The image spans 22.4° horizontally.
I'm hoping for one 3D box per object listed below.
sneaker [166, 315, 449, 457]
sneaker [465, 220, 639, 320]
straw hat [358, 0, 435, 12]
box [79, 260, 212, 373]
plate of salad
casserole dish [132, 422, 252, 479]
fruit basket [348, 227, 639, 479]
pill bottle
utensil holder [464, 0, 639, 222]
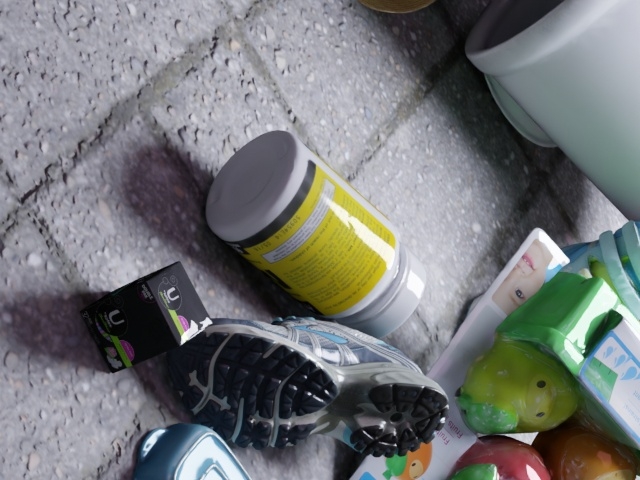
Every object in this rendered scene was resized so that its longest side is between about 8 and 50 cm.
[{"bbox_3d":[-0.024,0.122,1.473,0.283,0.110,0.122,18,22,-32],"label":"sneaker"},{"bbox_3d":[0.296,0.070,1.806,0.127,0.208,0.319,59,37,-11],"label":"sneaker"},{"bbox_3d":[0.087,-0.307,1.865,0.061,0.144,0.144,90,-3,-64],"label":"straw hat"},{"bbox_3d":[-0.145,0.064,1.338,0.052,0.083,0.062,-35,100,-55],"label":"box"},{"bbox_3d":[0.256,-0.209,2.048,0.200,0.048,0.200,25,55,-41],"label":"plate of salad"},{"bbox_3d":[-0.085,0.236,1.362,0.188,0.037,0.114,58,37,-14],"label":"casserole dish"},{"bbox_3d":[0.219,0.220,1.625,0.327,0.165,0.353,47,64,-26],"label":"fruit basket"},{"bbox_3d":[0.000,0.000,1.534,0.208,0.119,0.119,40,43,-32],"label":"pill bottle"},{"bbox_3d":[0.413,-0.193,1.900,0.385,0.327,0.328,46,39,-14],"label":"utensil holder"}]
